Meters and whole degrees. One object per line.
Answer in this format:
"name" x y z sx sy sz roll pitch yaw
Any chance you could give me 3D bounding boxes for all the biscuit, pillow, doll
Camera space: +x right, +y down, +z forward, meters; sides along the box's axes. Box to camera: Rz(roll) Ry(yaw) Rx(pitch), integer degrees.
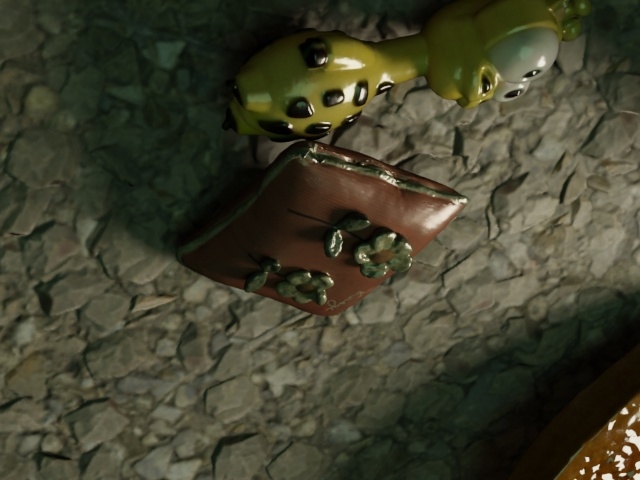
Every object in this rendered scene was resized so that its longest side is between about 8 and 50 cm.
"biscuit" 0.332 0.235 1.617 0.394 0.070 0.350 -34 122 -11
"pillow" 0.000 0.000 1.351 0.171 0.075 0.179 19 139 -32
"doll" 0.066 -0.131 1.307 0.291 0.086 0.117 -14 165 -14
